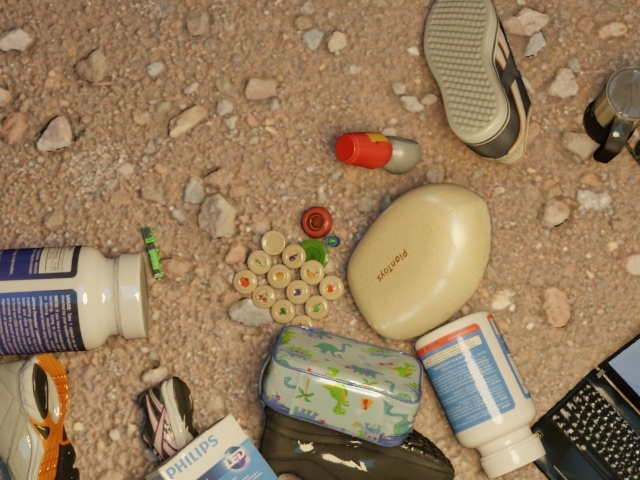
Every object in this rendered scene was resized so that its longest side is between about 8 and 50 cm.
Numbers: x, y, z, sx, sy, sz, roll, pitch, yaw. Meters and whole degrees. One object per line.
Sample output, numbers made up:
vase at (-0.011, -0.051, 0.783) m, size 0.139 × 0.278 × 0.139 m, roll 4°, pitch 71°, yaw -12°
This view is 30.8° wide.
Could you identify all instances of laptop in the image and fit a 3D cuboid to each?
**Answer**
laptop at (0.462, 0.283, 1.651) m, size 0.264 × 0.136 × 0.234 m, roll -40°, pitch 81°, yaw -10°

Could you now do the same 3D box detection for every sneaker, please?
sneaker at (0.242, -0.250, 1.780) m, size 0.126 × 0.127 × 0.321 m, roll -23°, pitch 51°, yaw 27°
sneaker at (-0.215, 0.290, 1.672) m, size 0.077 × 0.072 × 0.178 m, roll -16°, pitch 78°, yaw 17°
sneaker at (0.048, 0.314, 1.657) m, size 0.286 × 0.109 × 0.130 m, roll 15°, pitch 97°, yaw -1°
sneaker at (-0.421, 0.295, 1.654) m, size 0.121 × 0.099 × 0.262 m, roll -5°, pitch 85°, yaw 25°

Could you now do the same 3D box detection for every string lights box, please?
string lights box at (-0.106, 0.382, 1.584) m, size 0.133 × 0.077 × 0.259 m, roll -35°, pitch 88°, yaw -30°

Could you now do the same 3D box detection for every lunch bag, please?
lunch bag at (0.034, 0.197, 1.623) m, size 0.219 × 0.176 × 0.090 m, roll 16°, pitch 109°, yaw -1°

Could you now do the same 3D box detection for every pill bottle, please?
pill bottle at (-0.383, 0.085, 1.659) m, size 0.265 × 0.153 × 0.153 m, roll -3°, pitch 77°, yaw -2°
pill bottle at (0.233, 0.222, 1.663) m, size 0.124 × 0.124 × 0.221 m, roll -22°, pitch 78°, yaw -7°

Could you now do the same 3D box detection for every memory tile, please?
memory tile at (-0.048, 0.066, 1.730) m, size 0.148 × 0.012 × 0.113 m, roll 38°, pitch 96°, yaw 7°

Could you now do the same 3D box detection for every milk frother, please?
milk frother at (0.485, -0.179, 1.757) m, size 0.143 × 0.135 × 0.129 m, roll 2°, pitch 78°, yaw -2°

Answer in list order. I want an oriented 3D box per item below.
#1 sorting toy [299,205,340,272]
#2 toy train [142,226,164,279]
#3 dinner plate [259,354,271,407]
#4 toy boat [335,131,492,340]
sorting toy at (0.000, 0.000, 1.754) m, size 0.061 × 0.042 × 0.101 m, roll 7°, pitch 89°, yaw 15°
toy train at (-0.252, 0.018, 1.745) m, size 0.017 × 0.023 × 0.083 m, roll -14°, pitch 78°, yaw -5°
dinner plate at (-0.019, 0.215, 1.711) m, size 0.141 × 0.017 × 0.141 m, roll 1°, pitch 77°, yaw -3°
toy boat at (0.135, -0.029, 1.690) m, size 0.148 × 0.267 × 0.318 m, roll 1°, pitch 58°, yaw -43°
